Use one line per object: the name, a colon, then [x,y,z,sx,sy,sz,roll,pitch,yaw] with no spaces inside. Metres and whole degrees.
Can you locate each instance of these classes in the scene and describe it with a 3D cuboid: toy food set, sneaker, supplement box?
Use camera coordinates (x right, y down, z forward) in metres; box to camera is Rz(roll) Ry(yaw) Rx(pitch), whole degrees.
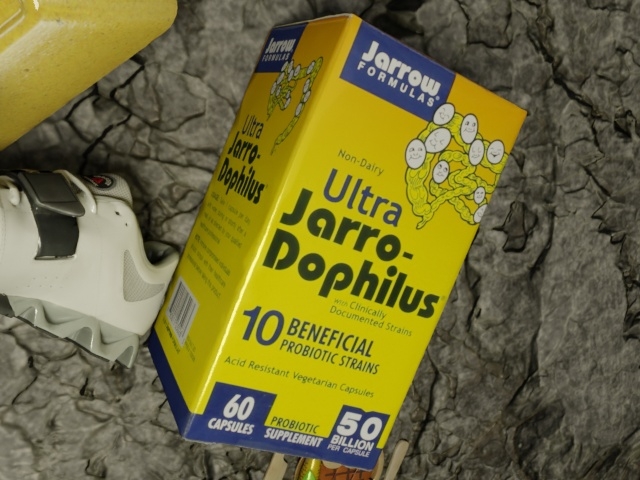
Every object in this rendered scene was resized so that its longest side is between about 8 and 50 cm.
toy food set: [0.027,0.295,0.777,0.192,0.038,0.132,17,97,-27]
sneaker: [-0.232,-0.013,0.498,0.146,0.123,0.330,-60,152,-11]
supplement box: [0.000,0.000,0.596,0.194,0.195,0.356,19,96,-27]

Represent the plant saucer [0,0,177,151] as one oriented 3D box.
plant saucer: [-0.321,-0.184,0.389,0.333,0.081,0.332,-30,117,16]
